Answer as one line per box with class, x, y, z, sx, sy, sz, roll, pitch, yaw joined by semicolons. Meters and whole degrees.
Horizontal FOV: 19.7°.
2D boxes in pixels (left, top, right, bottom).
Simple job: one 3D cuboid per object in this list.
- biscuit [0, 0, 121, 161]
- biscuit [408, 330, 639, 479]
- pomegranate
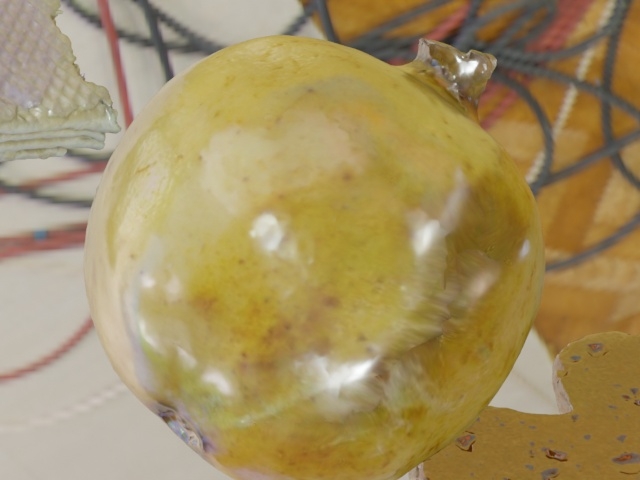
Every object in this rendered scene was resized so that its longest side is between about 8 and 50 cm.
biscuit;-0.222;-0.092;1.011;0.239;0.108;0.062;-9;163;-47
biscuit;0.186;0.159;1.339;0.277;0.262;0.052;-7;119;-18
pomegranate;-0.005;0.018;1.142;0.307;0.307;0.307;-5;130;-6
